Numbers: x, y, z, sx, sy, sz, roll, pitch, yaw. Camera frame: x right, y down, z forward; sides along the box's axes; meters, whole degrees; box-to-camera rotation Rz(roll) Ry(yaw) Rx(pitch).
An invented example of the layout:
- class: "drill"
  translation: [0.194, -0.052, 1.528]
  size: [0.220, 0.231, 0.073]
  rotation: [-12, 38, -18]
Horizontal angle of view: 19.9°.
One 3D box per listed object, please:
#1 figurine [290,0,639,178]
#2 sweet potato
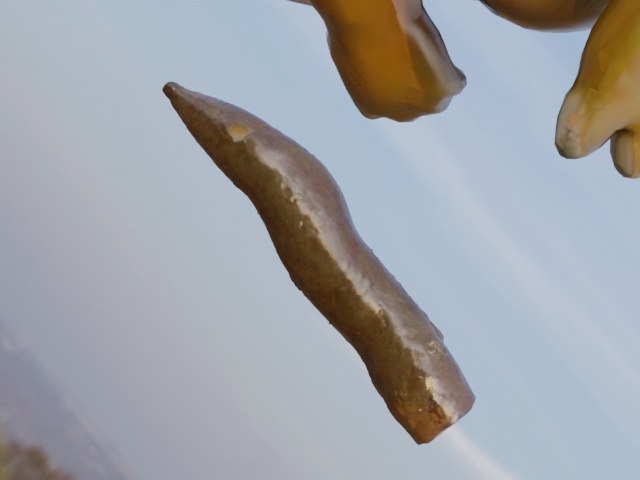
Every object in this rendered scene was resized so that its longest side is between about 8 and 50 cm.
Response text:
- class: "figurine"
  translation: [0.091, -0.190, 0.533]
  size: [0.387, 0.401, 0.268]
  rotation: [-127, -162, -49]
- class: "sweet potato"
  translation: [0.000, 0.000, 1.147]
  size: [0.281, 0.059, 0.067]
  rotation: [55, -2, 0]
